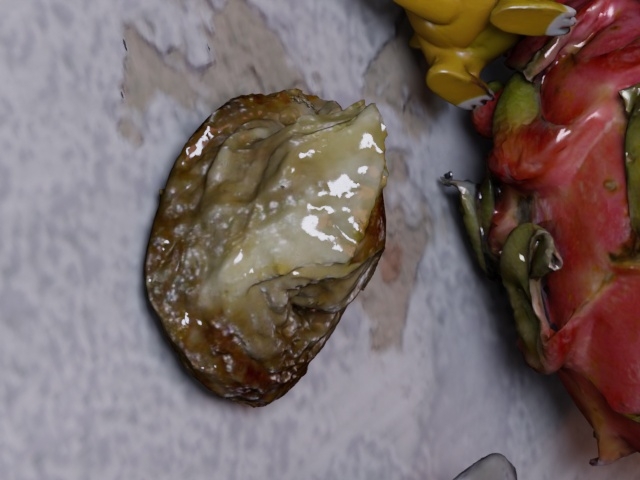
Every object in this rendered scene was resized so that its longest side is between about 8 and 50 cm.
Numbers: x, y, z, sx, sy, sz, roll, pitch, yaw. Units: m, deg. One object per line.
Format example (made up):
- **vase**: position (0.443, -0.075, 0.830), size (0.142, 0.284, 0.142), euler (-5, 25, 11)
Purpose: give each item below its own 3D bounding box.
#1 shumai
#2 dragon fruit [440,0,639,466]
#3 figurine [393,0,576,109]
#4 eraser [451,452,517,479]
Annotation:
- **shumai**: position (-0.011, 0.006, 0.781), size (0.139, 0.105, 0.123), euler (-48, 129, -14)
- **dragon fruit**: position (0.212, -0.039, 0.938), size (0.250, 0.269, 0.291), euler (-22, 105, -61)
- **figurine**: position (0.064, -0.164, 0.908), size (0.122, 0.121, 0.176), euler (27, 45, -16)
- **eraser**: position (0.072, 0.279, 0.849), size (0.111, 0.077, 0.352), euler (-25, 104, -48)
